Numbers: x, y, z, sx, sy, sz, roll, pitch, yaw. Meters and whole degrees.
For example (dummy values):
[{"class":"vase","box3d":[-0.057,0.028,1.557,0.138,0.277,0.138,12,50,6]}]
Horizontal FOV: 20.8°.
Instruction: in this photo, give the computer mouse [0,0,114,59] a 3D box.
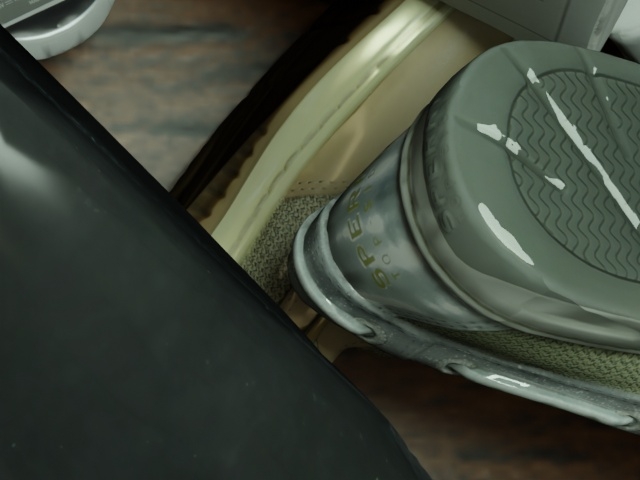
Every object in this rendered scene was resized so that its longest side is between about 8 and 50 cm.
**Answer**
[{"class":"computer mouse","box3d":[-0.142,-0.147,0.639,0.106,0.042,0.193,-27,86,-18]}]

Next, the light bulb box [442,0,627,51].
[{"class":"light bulb box","box3d":[-0.013,-0.284,0.461,0.361,0.358,0.225,28,70,9]}]

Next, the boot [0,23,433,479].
[{"class":"boot","box3d":[-0.130,0.150,0.498,0.367,0.146,0.445,-48,113,-9]}]

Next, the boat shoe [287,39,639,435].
[{"class":"boat shoe","box3d":[0.143,0.024,0.598,0.320,0.103,0.118,14,60,-33]}]

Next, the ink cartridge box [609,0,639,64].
[{"class":"ink cartridge box","box3d":[0.236,-0.191,0.622,0.060,0.275,0.239,39,48,-45]}]

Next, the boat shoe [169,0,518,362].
[{"class":"boat shoe","box3d":[0.000,0.000,0.627,0.098,0.109,0.302,42,84,-12]}]
